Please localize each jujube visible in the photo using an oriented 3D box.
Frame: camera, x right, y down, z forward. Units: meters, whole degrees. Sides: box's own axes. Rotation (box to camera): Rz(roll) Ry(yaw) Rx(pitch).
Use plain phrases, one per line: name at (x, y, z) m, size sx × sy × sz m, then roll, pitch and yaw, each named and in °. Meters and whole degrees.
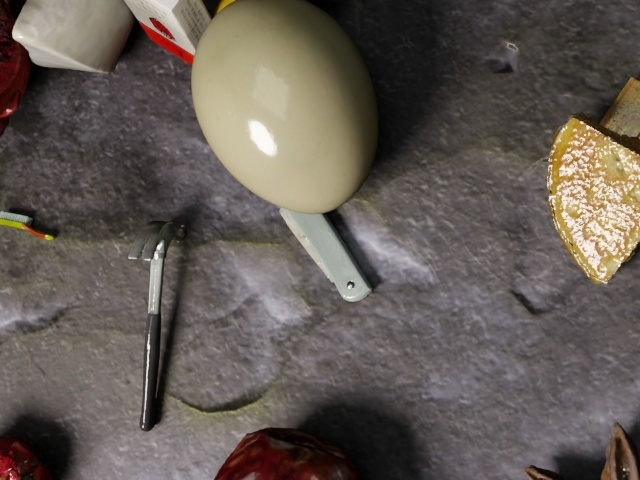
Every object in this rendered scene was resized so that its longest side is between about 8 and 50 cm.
jujube at (-0.049, 0.320, 0.854) m, size 0.183 × 0.183 × 0.243 m, roll 18°, pitch 91°, yaw 17°

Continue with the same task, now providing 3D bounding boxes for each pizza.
pizza at (0.294, -0.042, 0.839) m, size 0.134 × 0.046 × 0.175 m, roll 1°, pitch 99°, yaw 32°

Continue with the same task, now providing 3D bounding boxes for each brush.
brush at (-0.368, -0.019, 1.061) m, size 0.083 × 0.019 × 0.021 m, roll 17°, pitch 80°, yaw 19°

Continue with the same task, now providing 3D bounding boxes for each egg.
egg at (-0.034, -0.143, 0.888) m, size 0.186 × 0.186 × 0.241 m, roll -32°, pitch 85°, yaw 11°

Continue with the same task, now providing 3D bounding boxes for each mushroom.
mushroom at (-0.243, -0.389, 0.983) m, size 0.126 × 0.177 × 0.397 m, roll 18°, pitch 88°, yaw -5°

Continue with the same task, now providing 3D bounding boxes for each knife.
knife at (0.000, 0.000, 0.948) m, size 0.044 × 0.023 × 0.162 m, roll -35°, pitch 76°, yaw 8°

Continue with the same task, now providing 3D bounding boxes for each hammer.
hammer at (-0.194, 0.100, 0.968) m, size 0.029 × 0.103 × 0.246 m, roll 6°, pitch 94°, yaw 11°

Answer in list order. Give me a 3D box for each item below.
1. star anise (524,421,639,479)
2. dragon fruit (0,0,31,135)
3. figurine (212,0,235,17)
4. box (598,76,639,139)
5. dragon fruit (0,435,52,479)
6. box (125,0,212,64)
star anise at (0.289, 0.298, 0.805) m, size 0.229 × 0.093 × 0.236 m, roll -16°, pitch 84°, yaw 9°
dragon fruit at (-0.451, -0.201, 1.050) m, size 0.205 × 0.152 × 0.316 m, roll -43°, pitch 51°, yaw 51°
figurine at (-0.080, -0.367, 0.916) m, size 0.215 × 0.215 × 0.228 m, roll -10°, pitch 84°, yaw 15°
box at (0.357, -0.089, 0.851) m, size 0.156 × 0.022 × 0.089 m, roll 37°, pitch 95°, yaw 16°
dragon fruit at (-0.393, 0.293, 0.988) m, size 0.166 × 0.136 × 0.133 m, roll -57°, pitch 39°, yaw 32°
box at (-0.170, -0.257, 0.954) m, size 0.100 × 0.152 × 0.048 m, roll 36°, pitch 80°, yaw 17°
